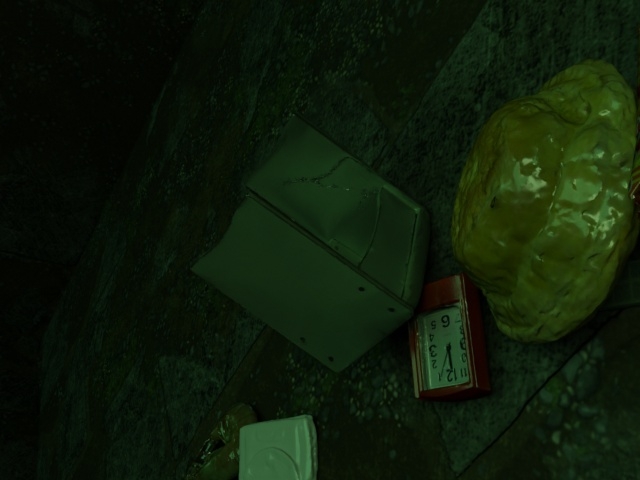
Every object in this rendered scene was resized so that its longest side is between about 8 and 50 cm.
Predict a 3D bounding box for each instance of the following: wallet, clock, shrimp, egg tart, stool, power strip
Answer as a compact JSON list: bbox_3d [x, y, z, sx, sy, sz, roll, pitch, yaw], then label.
[{"bbox_3d":[-0.079,0.372,1.057,0.182,0.031,0.124,-22,59,39],"label":"wallet"},{"bbox_3d":[0.173,0.133,0.808,0.113,0.061,0.155,-27,56,50],"label":"clock"},{"bbox_3d":[-0.205,0.427,1.214,0.267,0.061,0.145,-54,36,24],"label":"shrimp"},{"bbox_3d":[0.224,-0.048,0.675,0.319,0.128,0.319,-166,90,-84],"label":"egg tart"},{"bbox_3d":[0.000,0.000,0.873,0.170,0.269,0.244,-47,13,35],"label":"stool"},{"bbox_3d":[0.344,0.041,0.635,0.136,0.019,0.051,-20,56,51],"label":"power strip"}]

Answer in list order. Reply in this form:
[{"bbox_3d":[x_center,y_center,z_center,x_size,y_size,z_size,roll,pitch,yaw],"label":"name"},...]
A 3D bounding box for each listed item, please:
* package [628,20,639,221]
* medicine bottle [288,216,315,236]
[{"bbox_3d":[0.372,-0.140,0.520,0.108,0.223,0.288,120,158,-77],"label":"package"},{"bbox_3d":[-0.010,-0.070,1.184,0.092,0.061,0.221,30,100,32],"label":"medicine bottle"}]
